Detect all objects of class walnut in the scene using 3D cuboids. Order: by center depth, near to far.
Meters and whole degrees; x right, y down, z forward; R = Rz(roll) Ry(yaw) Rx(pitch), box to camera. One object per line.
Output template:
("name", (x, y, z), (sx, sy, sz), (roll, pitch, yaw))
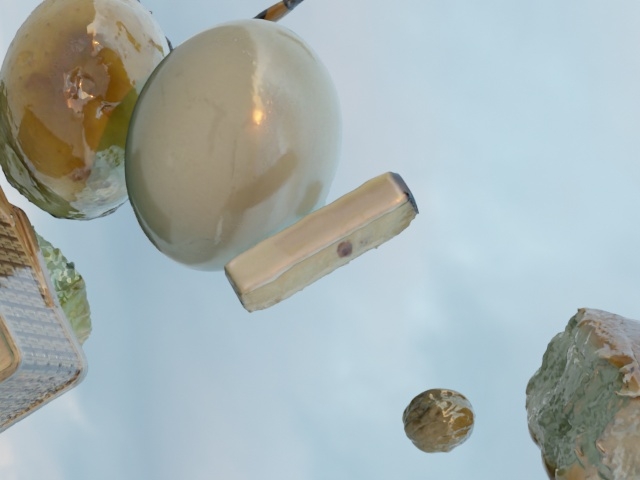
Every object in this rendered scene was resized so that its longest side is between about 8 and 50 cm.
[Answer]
("walnut", (0.144, 0.218, 1.757), (0.092, 0.092, 0.092), (174, -90, -70))

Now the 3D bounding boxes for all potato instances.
("potato", (-0.271, -0.169, 1.657), (0.285, 0.243, 0.242), (-65, -159, -4))

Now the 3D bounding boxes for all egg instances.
("egg", (-0.088, -0.094, 1.474), (0.219, 0.219, 0.269), (-126, -134, -54))

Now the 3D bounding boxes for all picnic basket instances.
("picnic basket", (-0.423, 0.062, 1.557), (0.312, 0.228, 0.175), (60, 11, 15))

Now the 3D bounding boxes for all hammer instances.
("hammer", (-0.044, -0.292, 1.819), (0.201, 0.078, 0.021), (-28, -124, 28))

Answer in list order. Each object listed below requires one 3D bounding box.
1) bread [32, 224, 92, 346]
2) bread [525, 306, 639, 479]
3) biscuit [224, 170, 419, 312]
("bread", (-0.547, 0.089, 2.166), (0.395, 0.239, 0.264), (33, -41, 28))
("bread", (0.384, 0.216, 1.692), (0.279, 0.250, 0.225), (-98, -153, -66))
("biscuit", (0.000, 0.000, 1.340), (0.052, 0.188, 0.056), (59, -1, 23))
